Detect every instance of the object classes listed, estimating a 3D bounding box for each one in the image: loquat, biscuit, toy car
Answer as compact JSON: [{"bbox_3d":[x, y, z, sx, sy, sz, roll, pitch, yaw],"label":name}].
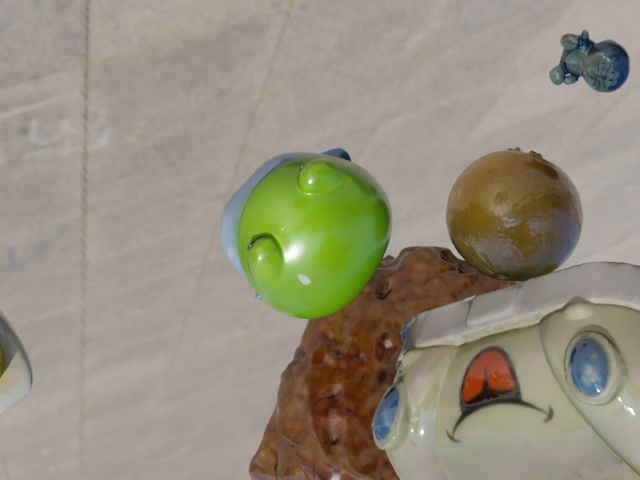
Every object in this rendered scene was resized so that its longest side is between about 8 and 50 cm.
[{"bbox_3d":[0.191,-0.023,1.166,0.141,0.141,0.141,-20,167,-5],"label":"loquat"},{"bbox_3d":[0.154,0.193,1.319,0.342,0.395,0.166,-61,161,-26],"label":"biscuit"},{"bbox_3d":[0.215,0.198,0.888,0.242,0.226,0.336,-21,130,43],"label":"toy car"}]

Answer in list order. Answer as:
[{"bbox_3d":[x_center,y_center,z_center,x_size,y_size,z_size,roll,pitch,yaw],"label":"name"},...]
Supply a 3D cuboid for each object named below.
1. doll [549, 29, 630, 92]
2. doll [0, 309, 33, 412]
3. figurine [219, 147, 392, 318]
[{"bbox_3d":[0.304,-0.201,1.315,0.050,0.083,0.076,-51,158,-34],"label":"doll"},{"bbox_3d":[-0.286,0.013,0.837,0.111,0.252,0.237,-26,-177,-16],"label":"doll"},{"bbox_3d":[0.000,0.000,1.138,0.162,0.143,0.263,-52,161,-1],"label":"figurine"}]
